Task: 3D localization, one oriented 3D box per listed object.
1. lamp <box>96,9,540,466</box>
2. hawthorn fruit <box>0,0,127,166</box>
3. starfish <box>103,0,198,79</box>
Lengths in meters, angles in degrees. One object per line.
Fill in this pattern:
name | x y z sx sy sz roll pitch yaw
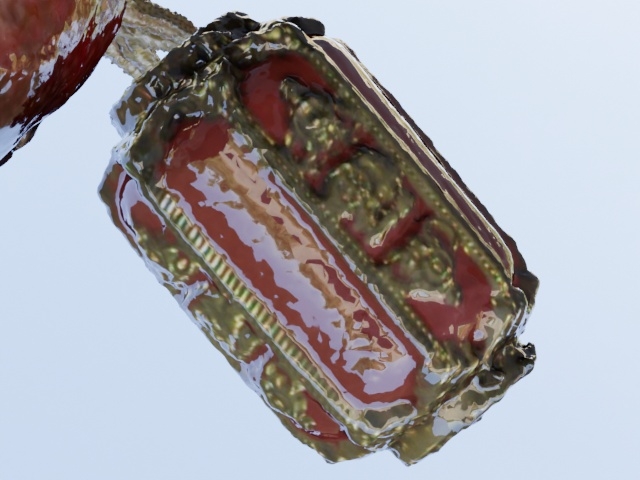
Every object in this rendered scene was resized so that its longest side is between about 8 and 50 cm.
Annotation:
lamp | 0.000 0.000 1.115 0.274 0.177 0.177 49 -156 -1
hawthorn fruit | -0.203 -0.133 0.821 0.249 0.215 0.215 53 -165 -19
starfish | -0.175 -0.172 1.307 0.231 0.048 0.295 24 165 17
